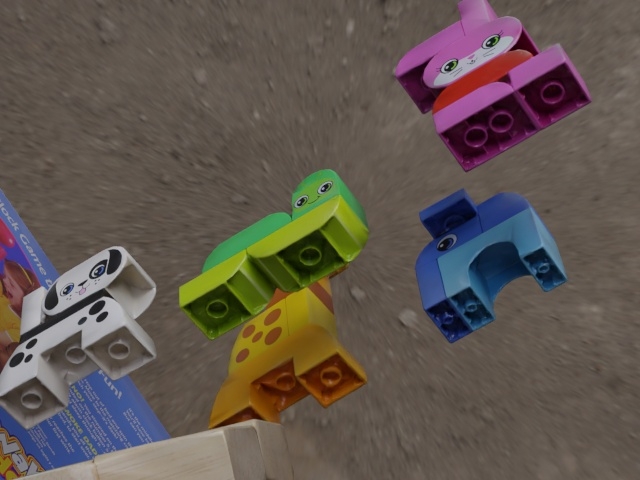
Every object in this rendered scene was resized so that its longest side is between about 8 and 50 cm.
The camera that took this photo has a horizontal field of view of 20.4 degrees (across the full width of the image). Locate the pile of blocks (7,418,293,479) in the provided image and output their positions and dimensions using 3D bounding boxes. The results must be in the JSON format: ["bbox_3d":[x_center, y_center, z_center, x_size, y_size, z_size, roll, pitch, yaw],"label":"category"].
[{"bbox_3d":[-0.063,0.187,0.465,0.112,0.362,0.149,-14,119,10],"label":"pile of blocks"}]

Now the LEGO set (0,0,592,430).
[{"bbox_3d":[0.000,0.000,0.639,0.227,0.093,0.087,-30,123,15],"label":"LEGO set"}]

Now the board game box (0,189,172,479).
[{"bbox_3d":[-0.191,0.085,0.971,0.078,0.233,0.347,-35,89,14],"label":"board game box"}]
